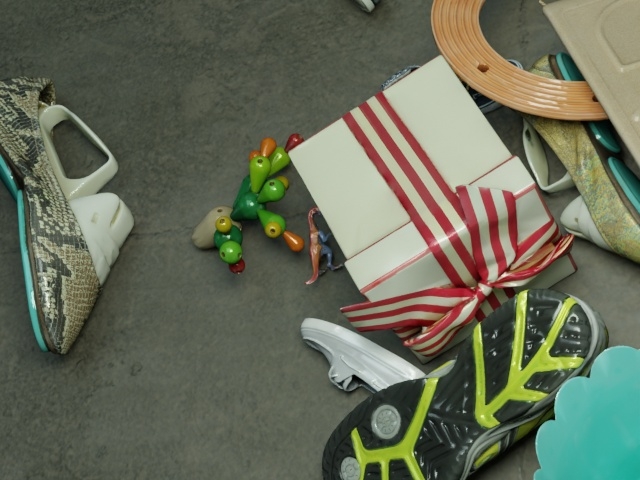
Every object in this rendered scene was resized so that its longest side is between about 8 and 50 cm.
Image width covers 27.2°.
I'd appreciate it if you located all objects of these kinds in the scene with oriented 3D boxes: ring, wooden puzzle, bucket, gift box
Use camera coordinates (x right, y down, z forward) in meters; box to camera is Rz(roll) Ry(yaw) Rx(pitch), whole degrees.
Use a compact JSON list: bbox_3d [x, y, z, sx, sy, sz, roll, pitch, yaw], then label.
[{"bbox_3d":[0.302,-0.257,1.613,0.337,0.032,0.336,0,47,0],"label":"ring"},{"bbox_3d":[0.455,-0.195,1.468,0.322,0.080,0.347,-17,45,-4],"label":"wooden puzzle"},{"bbox_3d":[0.360,0.247,1.291,0.281,0.183,0.281,-21,39,18],"label":"bucket"},{"bbox_3d":[0.123,-0.024,1.531,0.255,0.276,0.258,-35,57,9],"label":"gift box"}]

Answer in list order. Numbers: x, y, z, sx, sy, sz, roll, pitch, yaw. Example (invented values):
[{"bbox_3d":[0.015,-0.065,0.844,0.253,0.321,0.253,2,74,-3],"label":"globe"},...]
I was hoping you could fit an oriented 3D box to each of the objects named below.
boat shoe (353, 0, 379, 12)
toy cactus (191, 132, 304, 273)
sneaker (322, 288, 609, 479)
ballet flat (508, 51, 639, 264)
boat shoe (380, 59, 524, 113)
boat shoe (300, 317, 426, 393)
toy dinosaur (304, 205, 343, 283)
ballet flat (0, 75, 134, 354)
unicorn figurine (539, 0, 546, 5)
[{"bbox_3d":[0.023,-0.449,1.892,0.099,0.116,0.319,-36,50,8],"label":"boat shoe"},{"bbox_3d":[-0.095,-0.034,1.732,0.180,0.112,0.219,-30,36,43],"label":"toy cactus"},{"bbox_3d":[0.167,0.200,1.478,0.385,0.147,0.145,-36,64,25],"label":"sneaker"},{"bbox_3d":[0.319,-0.073,1.570,0.123,0.123,0.348,-28,56,8],"label":"ballet flat"},{"bbox_3d":[0.171,-0.199,1.711,0.183,0.083,0.065,-22,57,12],"label":"boat shoe"},{"bbox_3d":[0.044,0.154,1.598,0.184,0.066,0.063,27,76,23],"label":"boat shoe"},{"bbox_3d":[0.000,0.000,1.689,0.047,0.090,0.082,-17,102,27],"label":"toy dinosaur"},{"bbox_3d":[-0.364,-0.065,1.849,0.182,0.164,0.482,-19,54,-10],"label":"ballet flat"},{"bbox_3d":[0.368,-0.257,1.677,0.162,0.060,0.111,-10,59,0],"label":"unicorn figurine"}]
